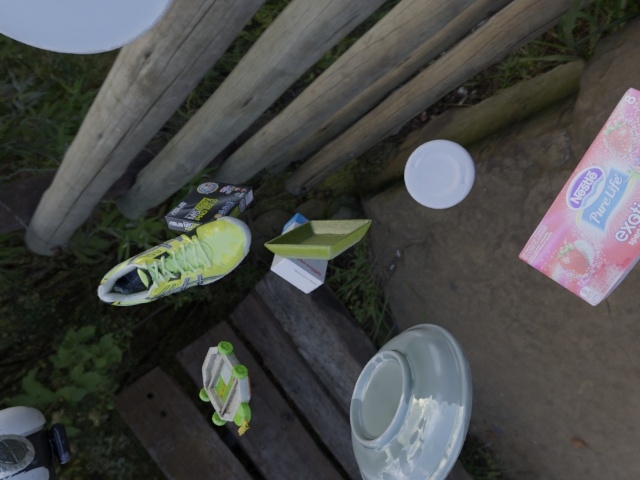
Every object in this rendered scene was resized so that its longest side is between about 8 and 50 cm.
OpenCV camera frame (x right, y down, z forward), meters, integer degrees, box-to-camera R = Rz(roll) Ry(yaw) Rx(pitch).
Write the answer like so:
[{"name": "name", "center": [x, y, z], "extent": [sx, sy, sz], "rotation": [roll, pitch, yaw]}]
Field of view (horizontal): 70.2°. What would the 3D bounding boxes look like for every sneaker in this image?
[{"name": "sneaker", "center": [-0.739, 0.494, 0.974], "extent": [0.115, 0.232, 0.090], "rotation": [-38, 74, 15]}, {"name": "sneaker", "center": [-0.336, 0.066, 1.069], "extent": [0.385, 0.147, 0.145], "rotation": [-27, 98, 8]}]

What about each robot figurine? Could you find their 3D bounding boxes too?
[{"name": "robot figurine", "center": [-0.805, 0.583, 1.202], "extent": [0.174, 0.209, 0.278], "rotation": [-18, 83, 27]}]

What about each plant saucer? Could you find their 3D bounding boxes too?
[{"name": "plant saucer", "center": [0.163, 0.364, 1.023], "extent": [0.100, 0.400, 0.400], "rotation": [25, 140, -18]}, {"name": "plant saucer", "center": [0.000, 0.000, 1.053], "extent": [0.188, 0.188, 0.045], "rotation": [1, 110, 35]}]

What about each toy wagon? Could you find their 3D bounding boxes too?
[{"name": "toy wagon", "center": [-0.336, 0.551, 1.667], "extent": [0.344, 0.068, 0.267], "rotation": [44, 121, 37]}]

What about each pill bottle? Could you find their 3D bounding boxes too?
[{"name": "pill bottle", "center": [0.298, -0.164, 1.106], "extent": [0.152, 0.272, 0.152], "rotation": [4, 101, 19]}]

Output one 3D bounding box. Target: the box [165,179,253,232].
[{"name": "box", "center": [-0.405, -0.124, 1.695], "extent": [0.216, 0.270, 0.060], "rotation": [11, 130, 17]}]

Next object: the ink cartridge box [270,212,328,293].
[{"name": "ink cartridge box", "center": [-0.054, 0.038, 1.404], "extent": [0.148, 0.203, 0.086], "rotation": [36, 130, -20]}]

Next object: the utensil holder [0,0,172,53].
[{"name": "utensil holder", "center": [-0.361, -0.492, 0.637], "extent": [0.327, 0.328, 0.385], "rotation": [113, 146, -42]}]

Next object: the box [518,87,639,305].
[{"name": "box", "center": [0.473, -0.064, 0.718], "extent": [0.142, 0.154, 0.300], "rotation": [39, 122, 31]}]
